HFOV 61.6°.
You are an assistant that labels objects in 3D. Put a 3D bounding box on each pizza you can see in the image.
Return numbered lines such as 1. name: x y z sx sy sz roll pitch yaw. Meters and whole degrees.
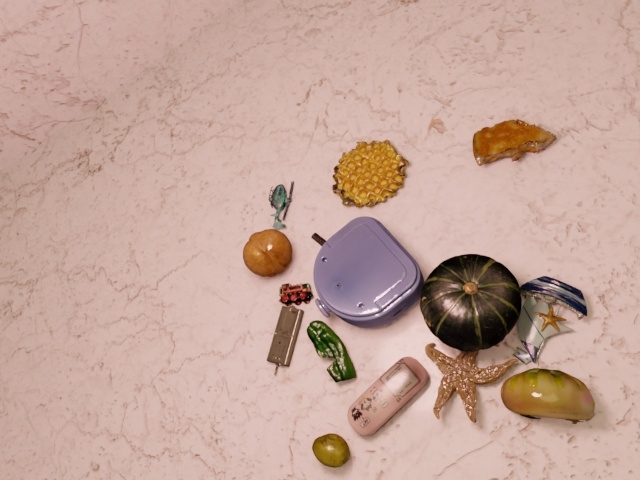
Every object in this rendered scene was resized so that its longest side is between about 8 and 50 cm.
1. pizza: 0.714 -0.369 2.000 0.297 0.071 0.189 -14 51 11

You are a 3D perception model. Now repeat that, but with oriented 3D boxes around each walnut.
1. walnut: -0.205 0.049 2.085 0.196 0.221 0.195 0 83 -2

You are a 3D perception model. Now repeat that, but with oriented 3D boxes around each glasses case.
1. glasses case: 0.222 0.521 1.798 0.314 0.075 0.122 -43 63 -1

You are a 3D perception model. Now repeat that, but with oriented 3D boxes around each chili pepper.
1. chili pepper: 0.040 0.393 1.923 0.099 0.083 0.253 -36 65 5

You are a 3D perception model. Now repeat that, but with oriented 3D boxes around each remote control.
1. remote control: 0.000 0.000 2.143 0.091 0.016 0.034 38 89 30

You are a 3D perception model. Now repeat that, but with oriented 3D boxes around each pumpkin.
1. pumpkin: 0.481 0.199 1.733 0.323 0.241 0.323 -9 51 11

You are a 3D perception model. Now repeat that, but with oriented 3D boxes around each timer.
1. timer: 0.149 0.137 1.936 0.395 0.173 0.394 -7 66 17

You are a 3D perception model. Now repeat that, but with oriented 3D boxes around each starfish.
1. starfish: 0.469 0.448 1.739 0.299 0.060 0.302 9 60 25

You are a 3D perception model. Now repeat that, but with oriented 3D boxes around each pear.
1. pear: 0.036 0.693 1.779 0.131 0.107 0.107 21 76 39

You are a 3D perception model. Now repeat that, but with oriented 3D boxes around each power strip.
1. power strip: -0.136 0.375 2.022 0.092 0.034 0.267 7 71 23

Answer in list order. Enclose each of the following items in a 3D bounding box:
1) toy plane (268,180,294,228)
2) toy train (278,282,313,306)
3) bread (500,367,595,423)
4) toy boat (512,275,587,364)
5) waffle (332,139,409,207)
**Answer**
1. toy plane: -0.171 -0.151 2.255 0.096 0.060 0.234 6 66 9
2. toy train: -0.094 0.203 2.073 0.138 0.050 0.087 -11 59 15
3. bread: 0.674 0.455 1.607 0.261 0.156 0.158 1 70 21
4. toy boat: 0.718 0.266 1.743 0.221 0.067 0.291 25 90 29
5. waffle: 0.189 -0.266 2.159 0.329 0.062 0.329 -7 67 18
